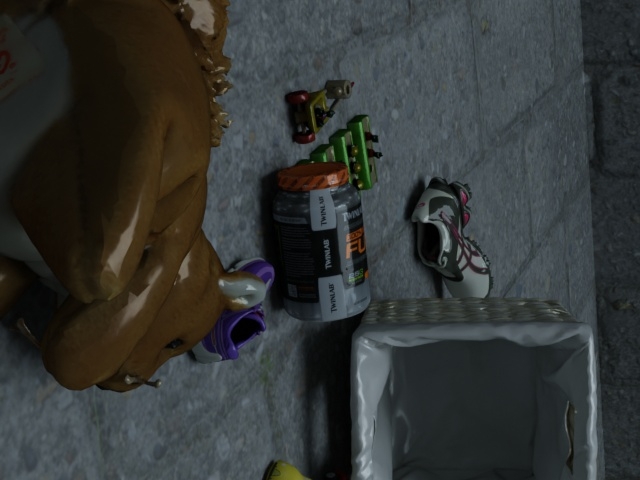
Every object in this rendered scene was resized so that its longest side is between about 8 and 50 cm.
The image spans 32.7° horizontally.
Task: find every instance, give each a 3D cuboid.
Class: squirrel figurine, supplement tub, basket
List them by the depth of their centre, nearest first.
[{"bbox_3d":[-0.159,-0.063,0.908,0.370,0.281,0.397,60,42,-58],"label":"squirrel figurine"},{"bbox_3d":[0.000,0.000,1.408,0.117,0.117,0.190,-35,123,-59],"label":"supplement tub"},{"bbox_3d":[0.210,0.257,1.577,0.266,0.331,0.328,-68,157,-82],"label":"basket"}]

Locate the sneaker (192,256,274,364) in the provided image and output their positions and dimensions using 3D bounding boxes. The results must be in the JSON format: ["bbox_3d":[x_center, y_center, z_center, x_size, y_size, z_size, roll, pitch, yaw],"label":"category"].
[{"bbox_3d":[-0.088,0.087,1.281,0.170,0.071,0.068,-61,143,-45],"label":"sneaker"}]

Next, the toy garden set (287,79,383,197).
[{"bbox_3d":[0.030,-0.136,1.542,0.244,0.049,0.203,-45,131,-55],"label":"toy garden set"}]

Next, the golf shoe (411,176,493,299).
[{"bbox_3d":[0.221,0.024,1.923,0.120,0.105,0.272,-43,125,-36],"label":"golf shoe"}]

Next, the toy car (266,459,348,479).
[{"bbox_3d":[-0.013,0.418,1.472,0.239,0.053,0.225,33,62,-61],"label":"toy car"}]
